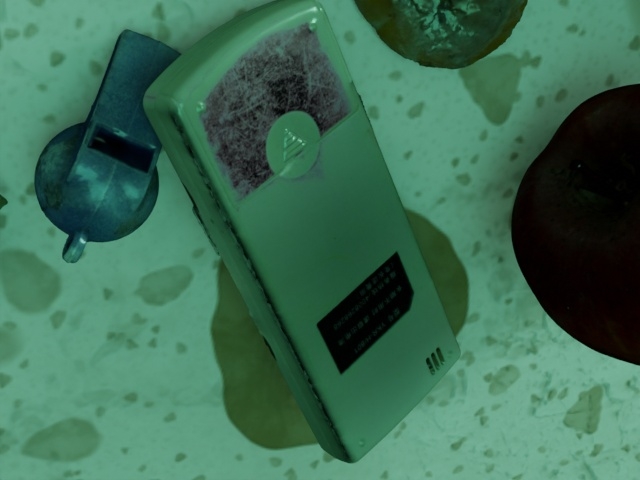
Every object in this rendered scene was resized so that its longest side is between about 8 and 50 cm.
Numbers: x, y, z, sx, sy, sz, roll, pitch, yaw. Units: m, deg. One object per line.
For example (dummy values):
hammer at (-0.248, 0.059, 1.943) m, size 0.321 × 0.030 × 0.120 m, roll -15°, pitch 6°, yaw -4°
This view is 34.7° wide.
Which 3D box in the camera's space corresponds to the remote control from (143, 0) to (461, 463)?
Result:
remote control at (-0.001, 0.000, 0.752) m, size 0.145 × 0.050 × 0.344 m, roll -40°, pitch 123°, yaw -26°

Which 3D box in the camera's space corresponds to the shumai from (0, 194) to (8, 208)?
shumai at (-0.242, 0.000, 0.696) m, size 0.080 × 0.082 × 0.083 m, roll -46°, pitch 140°, yaw 7°

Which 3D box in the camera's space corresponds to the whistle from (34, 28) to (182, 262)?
whistle at (-0.146, -0.057, 0.700) m, size 0.090 × 0.090 × 0.158 m, roll 26°, pitch 66°, yaw -26°

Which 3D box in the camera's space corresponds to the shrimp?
shrimp at (0.085, -0.203, 0.702) m, size 0.132 × 0.052 × 0.187 m, roll -12°, pitch 121°, yaw -11°

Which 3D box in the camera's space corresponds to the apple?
apple at (0.258, -0.007, 0.760) m, size 0.234 × 0.234 × 0.234 m, roll -7°, pitch 117°, yaw -13°
